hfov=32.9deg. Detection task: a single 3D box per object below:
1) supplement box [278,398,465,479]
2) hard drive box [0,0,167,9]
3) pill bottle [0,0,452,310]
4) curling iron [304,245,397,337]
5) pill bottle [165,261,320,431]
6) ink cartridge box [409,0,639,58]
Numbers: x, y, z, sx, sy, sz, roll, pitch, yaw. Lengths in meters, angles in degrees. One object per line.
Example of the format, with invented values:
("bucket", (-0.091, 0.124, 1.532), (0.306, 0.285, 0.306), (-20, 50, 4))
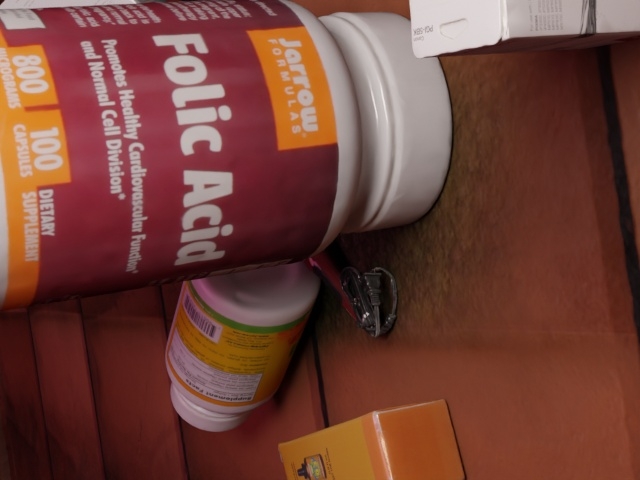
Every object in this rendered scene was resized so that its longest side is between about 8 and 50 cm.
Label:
("supplement box", (0.040, 0.207, 1.017), (0.233, 0.080, 0.078), (-34, 67, 59))
("hard drive box", (-0.243, -0.203, 1.222), (0.232, 0.181, 0.089), (48, -161, -8))
("pill bottle", (-0.107, -0.079, 0.867), (0.224, 0.392, 0.224), (30, 125, 57))
("curling iron", (0.000, 0.000, 1.078), (0.274, 0.035, 0.068), (50, 136, 45))
("pill bottle", (-0.094, 0.102, 1.182), (0.136, 0.136, 0.245), (63, 148, 33))
("ink cartridge box", (0.135, -0.145, 0.654), (0.099, 0.135, 0.056), (6, 102, 62))
